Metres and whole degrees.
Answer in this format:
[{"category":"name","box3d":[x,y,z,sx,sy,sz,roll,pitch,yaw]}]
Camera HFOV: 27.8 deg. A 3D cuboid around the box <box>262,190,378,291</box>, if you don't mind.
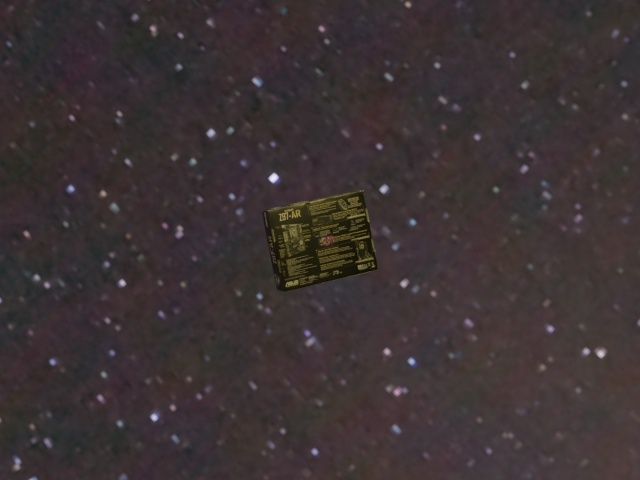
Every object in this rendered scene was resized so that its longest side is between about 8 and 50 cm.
[{"category":"box","box3d":[0.000,0.000,1.038,0.083,0.018,0.067,-13,-84,-18]}]
